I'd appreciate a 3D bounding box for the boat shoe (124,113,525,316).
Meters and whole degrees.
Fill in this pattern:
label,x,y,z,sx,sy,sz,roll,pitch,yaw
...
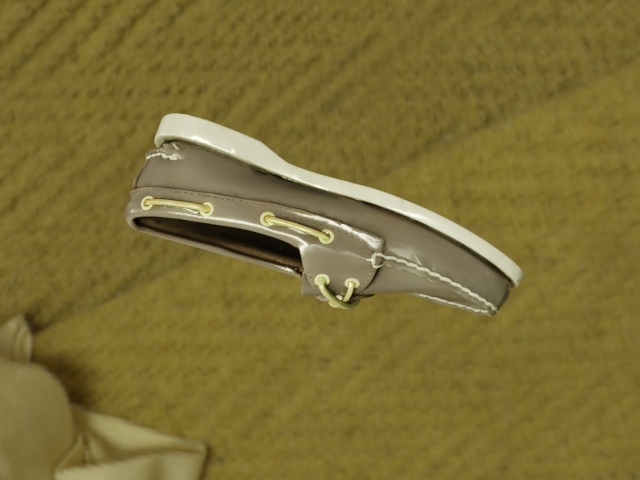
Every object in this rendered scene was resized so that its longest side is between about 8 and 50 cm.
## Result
label,x,y,z,sx,sy,sz,roll,pitch,yaw
boat shoe,0.000,0.000,1.194,0.324,0.116,0.096,22,74,9
